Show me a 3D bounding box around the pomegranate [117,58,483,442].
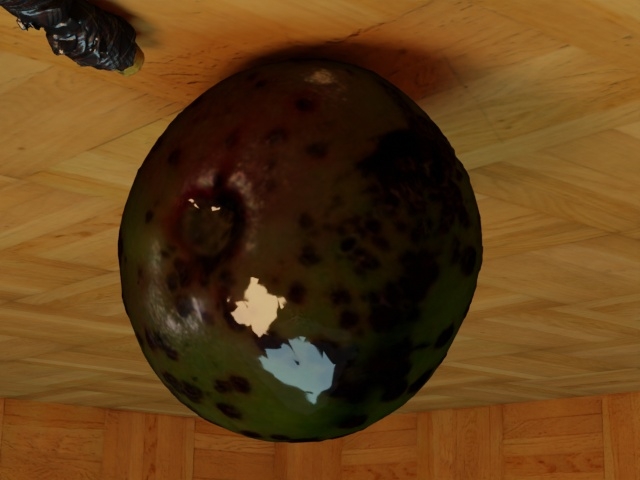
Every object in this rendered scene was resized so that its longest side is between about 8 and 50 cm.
[{"bbox_3d":[-0.010,0.015,0.815,0.242,0.243,0.306,0,171,5],"label":"pomegranate"}]

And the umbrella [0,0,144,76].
[{"bbox_3d":[-0.142,-0.122,0.677,0.037,0.040,0.144,-14,162,20],"label":"umbrella"}]
